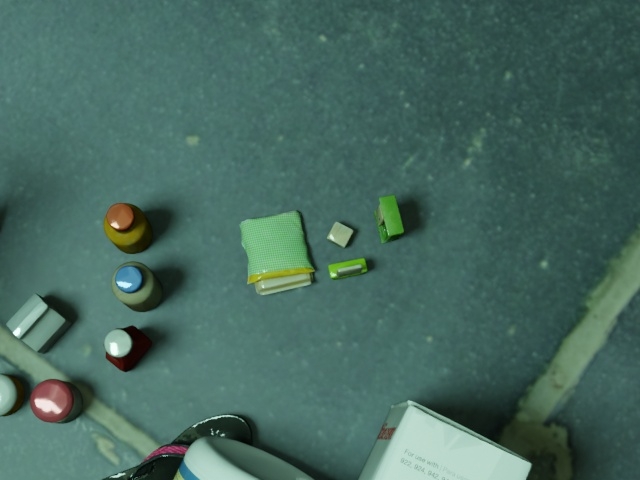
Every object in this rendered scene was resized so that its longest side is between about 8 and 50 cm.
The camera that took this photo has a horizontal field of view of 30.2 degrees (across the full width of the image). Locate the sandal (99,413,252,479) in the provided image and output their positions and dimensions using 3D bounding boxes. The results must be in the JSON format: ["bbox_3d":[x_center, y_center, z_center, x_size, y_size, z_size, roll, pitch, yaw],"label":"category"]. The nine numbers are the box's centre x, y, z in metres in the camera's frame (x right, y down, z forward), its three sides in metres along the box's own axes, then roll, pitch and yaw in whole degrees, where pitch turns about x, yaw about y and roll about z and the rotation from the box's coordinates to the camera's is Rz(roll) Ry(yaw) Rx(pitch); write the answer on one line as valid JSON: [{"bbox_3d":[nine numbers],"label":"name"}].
[{"bbox_3d":[-0.141,0.219,1.085,0.179,0.040,0.067,-27,82,-6],"label":"sandal"}]

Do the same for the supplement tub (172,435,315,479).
[{"bbox_3d":[-0.085,0.285,1.016,0.144,0.144,0.200,25,91,3],"label":"supplement tub"}]

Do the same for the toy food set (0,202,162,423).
[{"bbox_3d":[-0.219,0.078,1.074,0.111,0.104,0.232,42,82,5],"label":"toy food set"}]

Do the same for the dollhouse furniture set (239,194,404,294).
[{"bbox_3d":[0.000,0.000,1.117,0.151,0.058,0.076,-12,81,-4],"label":"dollhouse furniture set"}]

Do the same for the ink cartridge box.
[{"bbox_3d":[0.060,0.283,1.000,0.114,0.198,0.273,26,81,2],"label":"ink cartridge box"}]
